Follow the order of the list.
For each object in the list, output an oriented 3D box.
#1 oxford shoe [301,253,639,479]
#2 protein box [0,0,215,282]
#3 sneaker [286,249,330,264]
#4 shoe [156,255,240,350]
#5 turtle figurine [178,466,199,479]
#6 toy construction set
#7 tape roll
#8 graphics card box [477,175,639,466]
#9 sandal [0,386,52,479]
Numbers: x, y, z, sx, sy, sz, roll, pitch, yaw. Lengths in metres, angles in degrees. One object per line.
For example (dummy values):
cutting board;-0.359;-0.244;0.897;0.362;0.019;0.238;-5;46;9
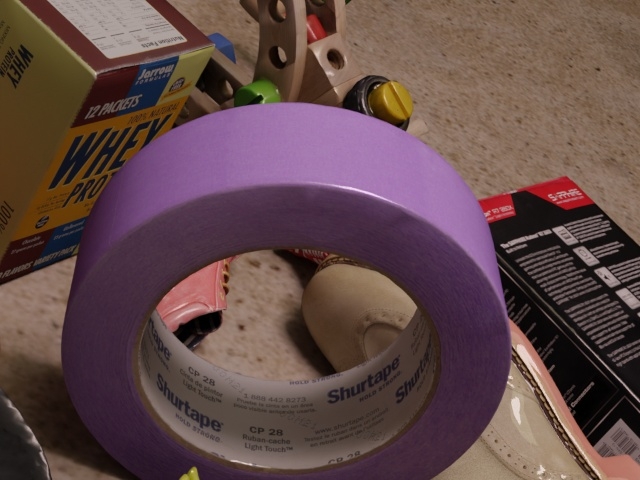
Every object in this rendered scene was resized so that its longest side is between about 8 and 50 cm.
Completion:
oxford shoe;0.098;0.152;0.982;0.146;0.140;0.397;-25;52;-32
protein box;-0.222;-0.117;0.981;0.201;0.200;0.136;43;32;14
sneaker;0.000;0.000;1.147;0.067;0.042;0.118;29;-7;-3
shoe;-0.093;0.033;1.035;0.081;0.063;0.178;46;38;16
turtle figurine;-0.005;0.224;0.824;0.217;0.087;0.269;27;45;7
toy construction set;-0.018;-0.126;1.216;0.237;0.257;0.309;54;22;0
tape roll;-0.021;0.052;0.867;0.274;0.275;0.090;23;34;-18
graphics card box;0.276;0.107;1.245;0.371;0.094;0.233;46;33;21
sandal;-0.311;0.012;0.747;0.446;0.107;0.167;42;69;12
